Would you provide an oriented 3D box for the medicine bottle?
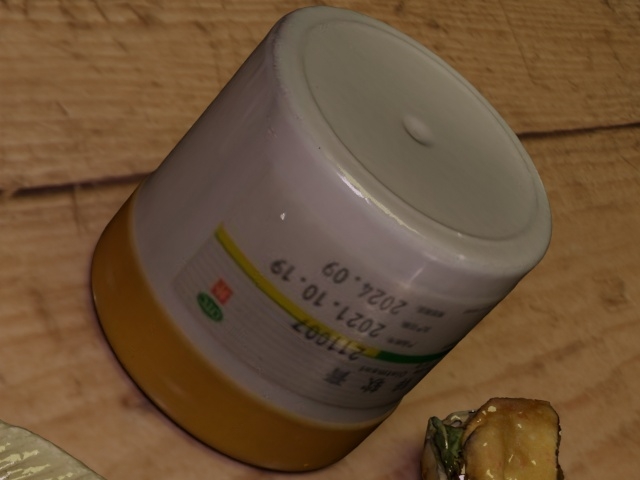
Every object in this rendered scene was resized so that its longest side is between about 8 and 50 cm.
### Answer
[{"bbox_3d":[0.000,0.000,1.166,0.238,0.232,0.238,29,35,-22],"label":"medicine bottle"}]

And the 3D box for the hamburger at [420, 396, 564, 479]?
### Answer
[{"bbox_3d":[0.111,0.174,1.230,0.102,0.087,0.176,22,42,-12],"label":"hamburger"}]

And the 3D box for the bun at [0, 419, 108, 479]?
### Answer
[{"bbox_3d":[-0.193,0.182,0.821,0.231,0.133,0.231,9,32,-6],"label":"bun"}]
